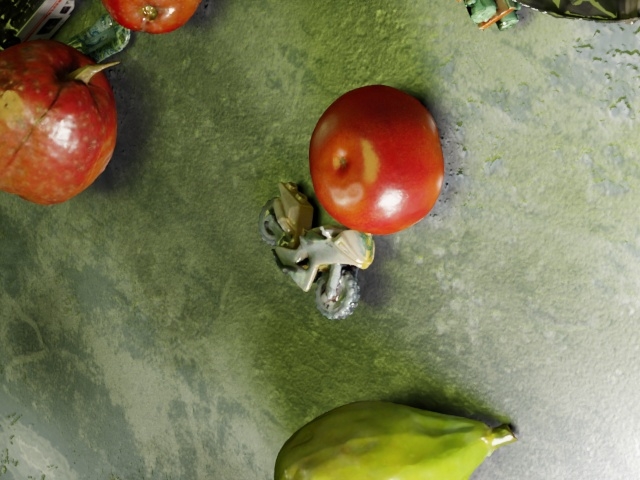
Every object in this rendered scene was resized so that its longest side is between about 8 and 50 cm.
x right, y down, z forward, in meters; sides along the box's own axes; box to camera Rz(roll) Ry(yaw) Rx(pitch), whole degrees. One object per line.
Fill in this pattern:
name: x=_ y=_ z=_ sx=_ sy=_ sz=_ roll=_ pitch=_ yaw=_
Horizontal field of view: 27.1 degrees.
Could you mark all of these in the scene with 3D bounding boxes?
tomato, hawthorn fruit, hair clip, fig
tomato: x=0.068 y=-0.103 z=1.710 sx=0.195 sy=0.136 sz=0.195 roll=7 pitch=101 yaw=39
hawthorn fruit: x=-0.438 y=-0.185 z=2.044 sx=0.258 sy=0.258 sz=0.262 roll=50 pitch=152 yaw=22
hair clip: x=-0.379 y=-0.306 z=2.104 sx=0.229 sy=0.036 sz=0.066 roll=-17 pitch=91 yaw=33
fig: x=0.079 y=0.306 z=1.760 sx=0.314 sy=0.233 sz=0.233 roll=-38 pitch=67 yaw=-10
hawthorn fruit: x=-0.247 y=-0.382 z=1.906 sx=0.173 sy=0.173 sz=0.172 roll=7 pitch=101 yaw=38

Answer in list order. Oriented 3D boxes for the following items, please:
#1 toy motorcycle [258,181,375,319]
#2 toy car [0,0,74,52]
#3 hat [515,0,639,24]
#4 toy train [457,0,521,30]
toy motorcycle: x=0.000 y=0.000 z=1.819 sx=0.229 sy=0.094 sz=0.129 roll=50 pitch=120 yaw=37
toy car: x=-0.446 y=-0.380 z=2.106 sx=0.210 sy=0.108 sz=0.089 roll=-41 pitch=69 yaw=31
hat: x=0.320 y=-0.449 z=1.422 sx=0.366 sy=0.257 sz=0.381 roll=12 pitch=86 yaw=35
toy train: x=0.179 y=-0.335 z=1.598 sx=0.074 sy=0.118 sz=0.176 roll=-30 pitch=76 yaw=41
